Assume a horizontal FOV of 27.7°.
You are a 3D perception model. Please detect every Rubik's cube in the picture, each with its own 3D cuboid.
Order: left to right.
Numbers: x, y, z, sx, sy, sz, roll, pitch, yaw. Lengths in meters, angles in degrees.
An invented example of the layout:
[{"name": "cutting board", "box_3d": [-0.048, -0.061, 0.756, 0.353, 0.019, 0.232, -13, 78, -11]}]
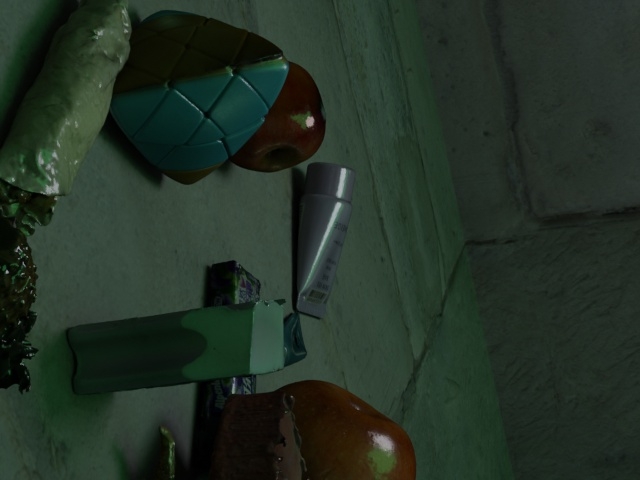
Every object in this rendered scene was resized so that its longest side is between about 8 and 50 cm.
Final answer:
[{"name": "Rubik's cube", "box_3d": [-0.195, -0.164, 1.718, 0.254, 0.254, 0.254, -8, 90, -72]}]

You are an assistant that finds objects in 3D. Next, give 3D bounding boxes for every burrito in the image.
[{"name": "burrito", "box_3d": [-0.292, -0.164, 1.517, 0.392, 0.076, 0.117, -76, 159, -44]}]

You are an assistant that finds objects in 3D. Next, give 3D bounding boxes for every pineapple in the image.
[{"name": "pineapple", "box_3d": [-0.326, 0.069, 1.297, 0.108, 0.108, 0.197, -74, 164, -51]}]

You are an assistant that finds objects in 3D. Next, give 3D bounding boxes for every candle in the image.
[{"name": "candle", "box_3d": [-0.088, 0.338, 1.683, 0.317, 0.131, 0.287, 57, 30, -80]}]

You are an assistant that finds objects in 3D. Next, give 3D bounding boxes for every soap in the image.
[{"name": "soap", "box_3d": [-0.161, 0.128, 1.538, 0.145, 0.230, 0.091, 3, 80, -71]}]

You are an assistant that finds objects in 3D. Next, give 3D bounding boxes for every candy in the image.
[{"name": "candy", "box_3d": [-0.131, 0.183, 1.885, 0.088, 0.061, 0.312, 50, 37, -55]}]

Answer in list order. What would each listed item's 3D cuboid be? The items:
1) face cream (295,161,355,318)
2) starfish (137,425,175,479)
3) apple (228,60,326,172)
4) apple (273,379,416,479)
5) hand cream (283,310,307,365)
[{"name": "face cream", "box_3d": [0.000, 0.000, 2.344, 0.154, 0.096, 0.274, 28, 69, -72]}, {"name": "starfish", "box_3d": [-0.198, 0.386, 1.583, 0.299, 0.060, 0.302, -55, 141, -69]}, {"name": "apple", "box_3d": [-0.086, -0.200, 2.012, 0.199, 0.199, 0.199, -8, 90, -72]}, {"name": "apple", "box_3d": [0.014, 0.327, 1.946, 0.206, 0.272, 0.251, -59, 174, 12]}, {"name": "hand cream", "box_3d": [-0.056, 0.175, 2.160, 0.224, 0.048, 0.083, -28, 107, -76]}]
